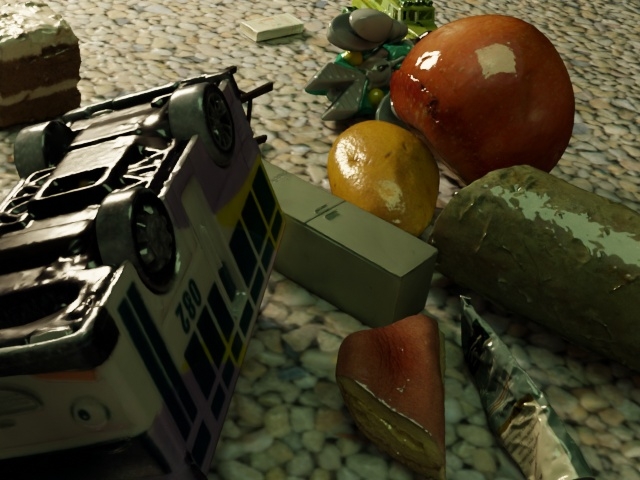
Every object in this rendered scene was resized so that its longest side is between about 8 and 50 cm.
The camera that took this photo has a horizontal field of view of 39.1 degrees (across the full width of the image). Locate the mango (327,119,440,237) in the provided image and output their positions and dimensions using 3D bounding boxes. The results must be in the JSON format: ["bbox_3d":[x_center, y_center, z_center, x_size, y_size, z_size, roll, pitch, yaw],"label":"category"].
[{"bbox_3d":[0.087,-0.075,1.161,0.147,0.109,0.227,2,37,-15],"label":"mango"}]

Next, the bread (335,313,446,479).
[{"bbox_3d":[0.070,0.142,0.886,0.119,0.067,0.192,15,36,-2],"label":"bread"}]

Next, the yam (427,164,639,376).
[{"bbox_3d":[0.288,0.027,1.011,0.304,0.168,0.168,28,40,25],"label":"yam"}]

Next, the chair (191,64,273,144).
[{"bbox_3d":[-0.163,-0.156,1.235,0.084,0.101,0.212,27,38,26],"label":"chair"}]

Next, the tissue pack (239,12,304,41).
[{"bbox_3d":[-0.088,-0.391,1.649,0.108,0.023,0.056,-19,43,-33],"label":"tissue pack"}]

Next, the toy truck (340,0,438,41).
[{"bbox_3d":[0.139,-0.401,1.614,0.128,0.135,0.259,-7,41,-19],"label":"toy truck"}]

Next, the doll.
[{"bbox_3d":[0.090,-0.281,1.401,0.195,0.153,0.258,35,58,-11],"label":"doll"}]

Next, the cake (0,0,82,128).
[{"bbox_3d":[-0.426,-0.255,1.282,0.135,0.147,0.134,-25,46,-35],"label":"cake"}]

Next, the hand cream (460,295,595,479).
[{"bbox_3d":[0.197,0.161,0.885,0.052,0.075,0.248,0,38,-19],"label":"hand cream"}]

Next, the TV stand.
[{"bbox_3d":[0.000,0.000,1.057,0.269,0.088,0.083,29,40,27],"label":"TV stand"}]

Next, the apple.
[{"bbox_3d":[0.228,-0.187,1.224,0.251,0.206,0.272,50,4,0],"label":"apple"}]

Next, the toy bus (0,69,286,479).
[{"bbox_3d":[-0.183,0.042,0.817,0.209,0.249,0.440,-11,30,15],"label":"toy bus"}]
